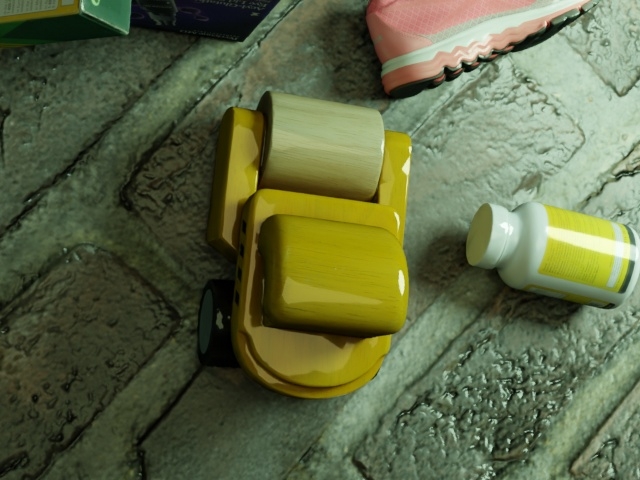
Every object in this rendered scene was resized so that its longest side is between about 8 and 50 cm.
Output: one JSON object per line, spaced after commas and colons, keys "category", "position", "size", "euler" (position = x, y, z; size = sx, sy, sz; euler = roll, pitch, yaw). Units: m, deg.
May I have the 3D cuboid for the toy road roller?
{"category": "toy road roller", "position": [0.000, 0.000, 1.351], "size": [0.202, 0.240, 0.329], "euler": [8, 81, -15]}

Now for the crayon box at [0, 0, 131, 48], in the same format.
{"category": "crayon box", "position": [-0.334, -0.301, 1.313], "size": [0.323, 0.083, 0.203], "euler": [0, 81, 29]}

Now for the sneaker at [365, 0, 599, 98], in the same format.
{"category": "sneaker", "position": [0.195, -0.281, 1.507], "size": [0.314, 0.116, 0.136], "euler": [-24, 89, -17]}

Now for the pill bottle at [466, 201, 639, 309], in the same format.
{"category": "pill bottle", "position": [0.267, 0.013, 1.495], "size": [0.184, 0.103, 0.103], "euler": [14, 80, -14]}

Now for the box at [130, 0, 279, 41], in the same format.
{"category": "box", "position": [-0.126, -0.294, 1.370], "size": [0.153, 0.207, 0.108], "euler": [6, 82, -14]}
